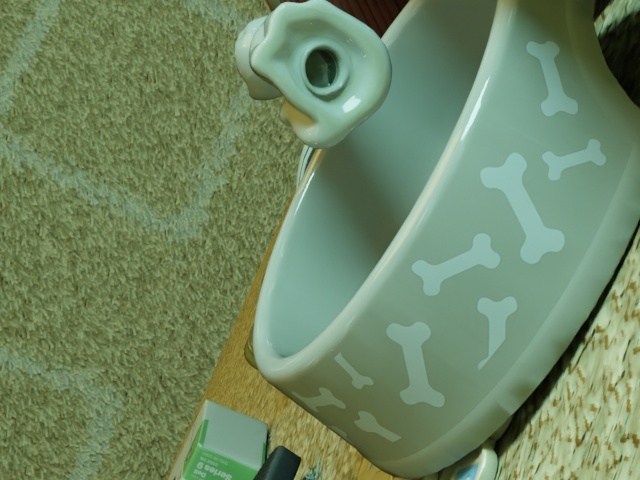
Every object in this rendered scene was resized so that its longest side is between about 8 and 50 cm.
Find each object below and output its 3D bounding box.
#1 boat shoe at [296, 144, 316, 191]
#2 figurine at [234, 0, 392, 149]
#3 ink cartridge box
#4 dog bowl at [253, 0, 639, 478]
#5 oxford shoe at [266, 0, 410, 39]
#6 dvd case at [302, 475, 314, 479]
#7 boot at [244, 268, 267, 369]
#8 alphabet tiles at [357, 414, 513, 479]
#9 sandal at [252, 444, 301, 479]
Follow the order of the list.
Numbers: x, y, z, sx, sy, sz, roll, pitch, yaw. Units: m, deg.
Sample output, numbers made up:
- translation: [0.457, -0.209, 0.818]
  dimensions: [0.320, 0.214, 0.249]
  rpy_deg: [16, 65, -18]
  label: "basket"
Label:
- translation: [0.070, -0.098, 1.045]
  dimensions: [0.335, 0.121, 0.119]
  rpy_deg: [-52, 13, 40]
  label: "boat shoe"
- translation: [0.010, -0.178, 0.806]
  dimensions: [0.215, 0.092, 0.209]
  rpy_deg: [-62, 17, 5]
  label: "figurine"
- translation: [-0.149, 0.328, 1.457]
  dimensions: [0.154, 0.093, 0.212]
  rpy_deg: [-95, 29, -76]
  label: "ink cartridge box"
- translation: [0.071, -0.032, 0.738]
  dimensions: [0.349, 0.102, 0.349]
  rpy_deg: [-56, 16, 24]
  label: "dog bowl"
- translation: [0.102, -0.228, 0.938]
  dimensions: [0.348, 0.123, 0.130]
  rpy_deg: [0, 37, 41]
  label: "oxford shoe"
- translation: [-0.027, 0.268, 1.025]
  dimensions: [0.119, 0.013, 0.087]
  rpy_deg: [-91, 26, -78]
  label: "dvd case"
- translation: [0.000, 0.000, 1.374]
  dimensions: [0.236, 0.089, 0.269]
  rpy_deg: [-77, 7, -50]
  label: "boot"
- translation: [0.047, 0.170, 0.746]
  dimensions: [0.278, 0.021, 0.284]
  rpy_deg: [130, 163, -67]
  label: "alphabet tiles"
- translation: [-0.048, 0.254, 1.006]
  dimensions: [0.097, 0.054, 0.254]
  rpy_deg: [-55, 1, 22]
  label: "sandal"
